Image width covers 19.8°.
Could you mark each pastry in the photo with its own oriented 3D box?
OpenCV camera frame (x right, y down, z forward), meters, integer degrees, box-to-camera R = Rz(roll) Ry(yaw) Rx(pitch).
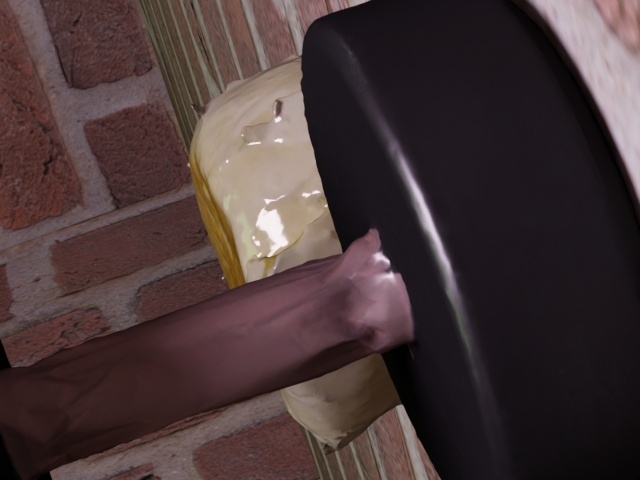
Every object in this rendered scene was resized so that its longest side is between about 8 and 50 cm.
[{"bbox_3d":[0.000,0.000,0.776,0.166,0.088,0.166,159,90,-86],"label":"pastry"}]

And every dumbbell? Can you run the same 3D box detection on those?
[{"bbox_3d":[-0.032,0.030,0.486,0.152,0.218,0.152,160,90,-84],"label":"dumbbell"}]
